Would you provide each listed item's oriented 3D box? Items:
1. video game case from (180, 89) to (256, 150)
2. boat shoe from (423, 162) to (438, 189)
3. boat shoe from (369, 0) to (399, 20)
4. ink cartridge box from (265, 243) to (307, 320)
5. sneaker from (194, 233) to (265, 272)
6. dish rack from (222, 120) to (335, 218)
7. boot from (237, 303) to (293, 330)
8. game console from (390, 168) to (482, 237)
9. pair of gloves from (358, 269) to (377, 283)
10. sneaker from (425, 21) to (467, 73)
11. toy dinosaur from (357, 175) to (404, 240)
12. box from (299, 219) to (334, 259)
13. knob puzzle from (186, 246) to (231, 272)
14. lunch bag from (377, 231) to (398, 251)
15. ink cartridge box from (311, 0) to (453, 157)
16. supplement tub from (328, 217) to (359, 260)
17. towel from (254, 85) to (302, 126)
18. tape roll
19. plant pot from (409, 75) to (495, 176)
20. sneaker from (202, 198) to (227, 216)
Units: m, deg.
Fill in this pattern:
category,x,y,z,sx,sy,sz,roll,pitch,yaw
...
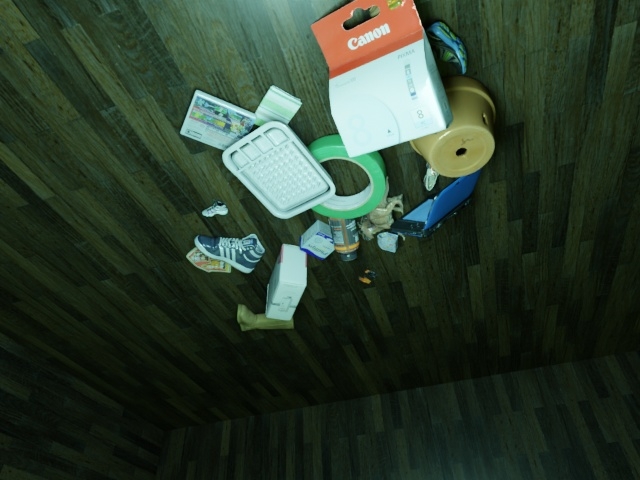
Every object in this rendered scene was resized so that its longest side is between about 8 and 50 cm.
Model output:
category,x,y,z,sx,sy,sz,roll,pitch,yaw
video game case,-0.334,-0.379,1.512,0.201,0.023,0.183,19,140,-22
boat shoe,0.411,-0.247,1.703,0.049,0.043,0.137,3,137,-4
boat shoe,0.220,-0.691,1.164,0.104,0.111,0.307,45,130,-9
ink cartridge box,-0.151,0.187,2.032,0.117,0.207,0.283,11,137,-13
sneaker,-0.363,0.019,1.910,0.282,0.099,0.153,30,122,-28
dish rack,-0.132,-0.240,1.567,0.285,0.072,0.333,-23,123,33
boot,-0.274,0.382,2.340,0.269,0.089,0.236,-3,149,-1
game console,0.404,-0.153,1.625,0.250,0.293,0.173,13,129,49
pair of gloves,0.222,0.169,2.182,0.074,0.010,0.083,26,128,-27
sneaker,0.365,-0.555,1.351,0.188,0.067,0.078,30,150,-34
toy dinosaur,0.222,-0.100,1.804,0.200,0.127,0.296,-3,133,10
box,0.000,0.000,1.933,0.126,0.072,0.137,25,132,-27
knob puzzle,-0.487,0.083,2.027,0.213,0.030,0.213,-2,139,-1
lunch bag,0.285,0.003,1.968,0.083,0.053,0.071,13,143,21
ink cartridge box,0.149,-0.445,1.253,0.308,0.091,0.385,-10,116,38
supplement tub,0.096,-0.022,1.834,0.106,0.106,0.198,-9,109,6
towel,-0.144,-0.418,1.498,0.113,0.023,0.152,23,134,-23
tape roll,0.071,-0.219,1.646,0.321,0.077,0.321,6,137,6
plant pot,0.426,-0.340,1.481,0.290,0.204,0.291,-1,139,-1
sneaker,-0.412,-0.131,1.790,0.098,0.038,0.069,-9,137,-8
